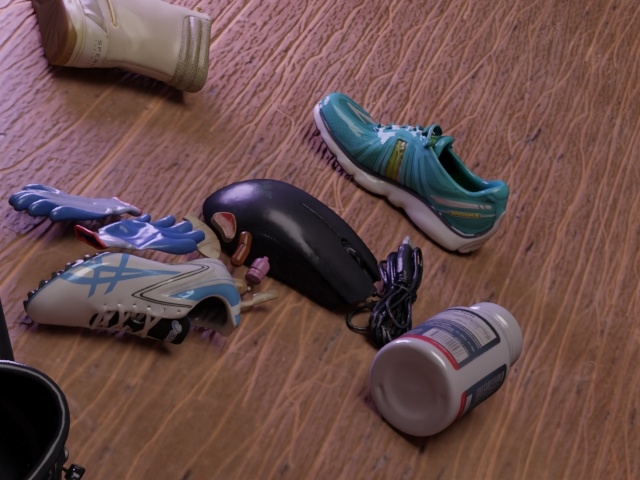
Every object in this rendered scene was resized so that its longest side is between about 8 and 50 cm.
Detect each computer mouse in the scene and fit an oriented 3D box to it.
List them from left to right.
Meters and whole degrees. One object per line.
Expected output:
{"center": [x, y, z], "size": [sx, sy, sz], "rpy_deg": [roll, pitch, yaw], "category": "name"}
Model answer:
{"center": [0.000, 0.000, 2.094], "size": [0.272, 0.072, 0.188], "rpy_deg": [27, 33, -6], "category": "computer mouse"}

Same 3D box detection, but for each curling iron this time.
{"center": [-0.281, 0.140, 1.713], "size": [0.068, 0.035, 0.274], "rpy_deg": [10, 39, -36], "category": "curling iron"}

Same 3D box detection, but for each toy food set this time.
{"center": [-0.095, 0.020, 2.015], "size": [0.078, 0.019, 0.122], "rpy_deg": [-16, 69, -27], "category": "toy food set"}

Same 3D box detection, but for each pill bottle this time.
{"center": [0.141, 0.131, 1.995], "size": [0.108, 0.108, 0.180], "rpy_deg": [42, 34, 17], "category": "pill bottle"}

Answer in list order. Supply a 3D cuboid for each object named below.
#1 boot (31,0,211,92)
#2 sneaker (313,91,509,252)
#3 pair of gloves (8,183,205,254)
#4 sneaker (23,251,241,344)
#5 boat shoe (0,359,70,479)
{"center": [-0.242, -0.291, 2.271], "size": [0.203, 0.095, 0.262], "rpy_deg": [11, 39, -27], "category": "boot"}
{"center": [0.116, -0.104, 2.293], "size": [0.275, 0.110, 0.107], "rpy_deg": [36, 33, 10], "category": "sneaker"}
{"center": [-0.224, -0.024, 1.931], "size": [0.198, 0.023, 0.159], "rpy_deg": [25, 16, 37], "category": "pair of gloves"}
{"center": [-0.181, 0.063, 1.856], "size": [0.237, 0.085, 0.086], "rpy_deg": [-2, 54, -35], "category": "sneaker"}
{"center": [-0.385, 0.215, 1.358], "size": [0.500, 0.156, 0.187], "rpy_deg": [-25, 80, -42], "category": "boat shoe"}
